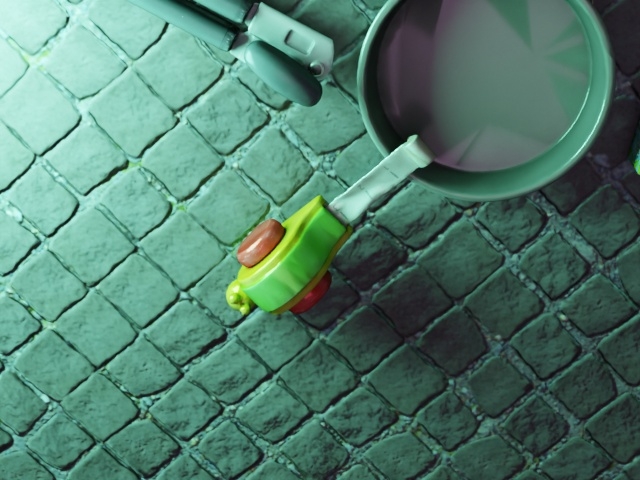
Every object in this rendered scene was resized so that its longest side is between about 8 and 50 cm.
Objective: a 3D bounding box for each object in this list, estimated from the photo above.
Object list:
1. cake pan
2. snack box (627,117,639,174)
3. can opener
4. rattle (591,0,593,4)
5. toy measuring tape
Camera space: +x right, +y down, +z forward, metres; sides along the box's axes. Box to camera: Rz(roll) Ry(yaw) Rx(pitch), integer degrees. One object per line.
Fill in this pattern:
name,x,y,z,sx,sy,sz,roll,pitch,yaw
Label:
cake pan,0.190,-0.188,1.338,0.293,0.054,0.293,2,115,5
snack box,0.473,-0.163,1.336,0.174,0.070,0.207,10,114,-2
can opener,-0.110,-0.252,1.321,0.280,0.093,0.074,29,112,-4
rattle,0.348,-0.368,1.266,0.200,0.130,0.142,-29,91,45
toy measuring tape,0.000,0.000,1.373,0.330,0.121,0.121,-37,106,29
